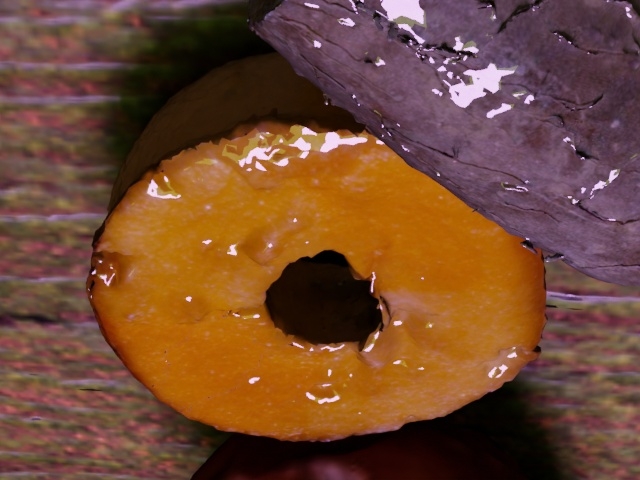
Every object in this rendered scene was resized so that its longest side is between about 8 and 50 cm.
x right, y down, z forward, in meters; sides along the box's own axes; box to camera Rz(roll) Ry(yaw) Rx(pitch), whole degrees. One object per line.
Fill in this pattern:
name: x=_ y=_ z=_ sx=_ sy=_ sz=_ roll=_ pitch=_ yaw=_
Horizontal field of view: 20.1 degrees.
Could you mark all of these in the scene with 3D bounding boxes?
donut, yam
donut: x=0.000 y=0.000 z=0.643 sx=0.162 sy=0.065 sz=0.178 roll=-1 pitch=141 yaw=0
yam: x=0.060 y=-0.058 z=0.525 sx=0.183 sy=0.107 sz=0.107 roll=37 pitch=132 yaw=-28

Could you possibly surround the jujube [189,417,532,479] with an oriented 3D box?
jujube: x=0.033 y=0.170 z=0.773 sx=0.174 sy=0.174 sz=0.250 roll=-7 pitch=137 yaw=14
